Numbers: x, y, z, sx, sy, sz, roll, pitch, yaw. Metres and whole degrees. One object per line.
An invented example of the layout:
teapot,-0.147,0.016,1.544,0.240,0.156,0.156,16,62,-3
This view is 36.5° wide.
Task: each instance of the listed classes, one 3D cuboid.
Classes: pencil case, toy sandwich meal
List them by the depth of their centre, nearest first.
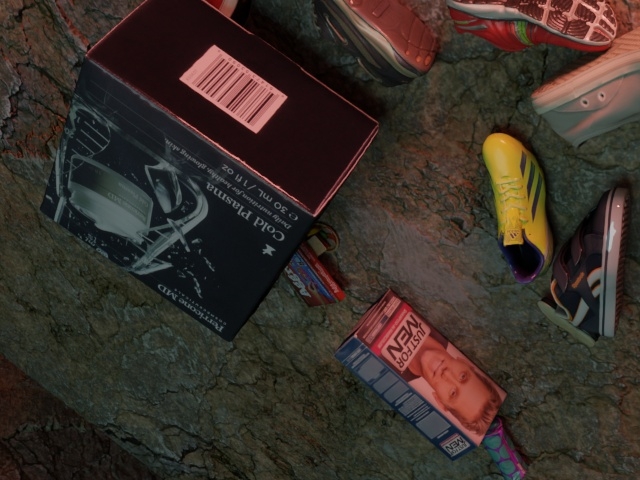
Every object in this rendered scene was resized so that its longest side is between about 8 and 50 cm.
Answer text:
toy sandwich meal,0.000,0.000,2.111,0.085,0.029,0.086,21,135,22
pencil case,0.410,0.469,2.171,0.070,0.064,0.152,-3,124,58

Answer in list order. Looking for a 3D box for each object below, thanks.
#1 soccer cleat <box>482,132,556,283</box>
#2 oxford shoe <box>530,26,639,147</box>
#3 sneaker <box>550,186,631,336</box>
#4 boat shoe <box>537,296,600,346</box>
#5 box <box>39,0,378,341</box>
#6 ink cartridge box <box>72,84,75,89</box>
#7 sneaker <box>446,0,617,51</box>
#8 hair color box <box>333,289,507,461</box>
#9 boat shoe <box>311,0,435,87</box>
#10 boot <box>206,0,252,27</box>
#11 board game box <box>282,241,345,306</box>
soccer cleat,0.351,-0.053,1.729,0.093,0.121,0.289,-1,123,38
oxford shoe,0.505,-0.250,1.416,0.130,0.169,0.449,54,145,-9
sneaker,0.473,0.040,1.713,0.127,0.126,0.321,12,132,22
boat shoe,0.479,0.150,1.867,0.133,0.042,0.049,35,164,9
box,-0.225,-0.136,1.854,0.480,0.297,0.472,35,140,0
ink cartridge box,-0.442,-0.204,2.196,0.332,0.065,0.165,40,170,2
sneaker,0.334,-0.346,1.534,0.279,0.107,0.118,22,154,26
hair color box,0.217,0.288,2.082,0.347,0.174,0.105,42,137,0
boat shoe,0.039,-0.399,1.668,0.355,0.132,0.130,48,138,-6
boot,-0.217,-0.484,1.829,0.176,0.088,0.244,35,132,11
board game box,-0.068,0.030,2.167,0.281,0.027,0.145,53,153,-12
